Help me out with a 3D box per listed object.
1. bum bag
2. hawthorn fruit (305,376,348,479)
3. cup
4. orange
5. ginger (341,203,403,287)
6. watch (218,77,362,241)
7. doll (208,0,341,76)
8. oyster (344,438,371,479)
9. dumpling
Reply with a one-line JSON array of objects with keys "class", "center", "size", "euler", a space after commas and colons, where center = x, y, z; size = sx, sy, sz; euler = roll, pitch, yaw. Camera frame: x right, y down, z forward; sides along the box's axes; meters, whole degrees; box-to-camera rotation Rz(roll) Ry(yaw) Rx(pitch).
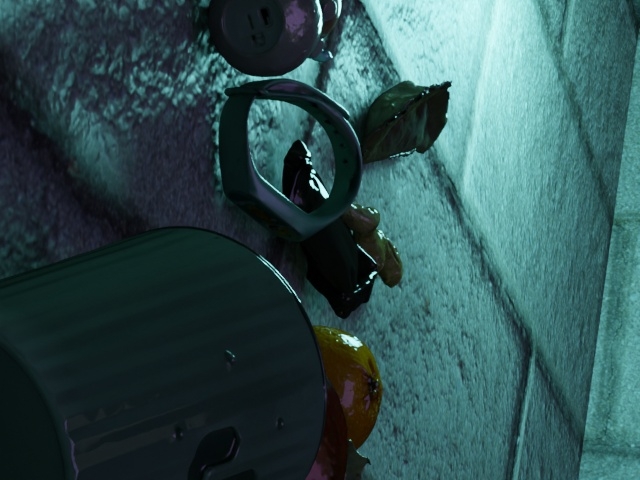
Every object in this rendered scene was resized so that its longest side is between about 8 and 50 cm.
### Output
[{"class": "bum bag", "center": [0.000, 0.000, 2.117], "size": [0.326, 0.080, 0.142], "euler": [60, 34, -45]}, {"class": "hawthorn fruit", "center": [-0.083, 0.230, 1.724], "size": [0.300, 0.254, 0.254], "euler": [-67, 150, -57]}, {"class": "cup", "center": [-0.207, 0.202, 1.350], "size": [0.392, 0.310, 0.401], "euler": [-13, 101, -61]}, {"class": "orange", "center": [0.002, 0.208, 2.019], "size": [0.193, 0.161, 0.193], "euler": [5, 90, -67]}, {"class": "ginger", "center": [0.074, 0.004, 2.307], "size": [0.288, 0.075, 0.089], "euler": [48, 53, -64]}, {"class": "watch", "center": [-0.041, -0.112, 1.938], "size": [0.237, 0.068, 0.195], "euler": [36, 67, -37]}, {"class": "doll", "center": [-0.046, -0.293, 1.923], "size": [0.287, 0.151, 0.151], "euler": [-42, 129, -69]}, {"class": "oyster", "center": [-0.024, 0.337, 1.810], "size": [0.161, 0.107, 0.233], "euler": [139, -40, -61]}, {"class": "dumpling", "center": [0.133, -0.208, 2.407], "size": [0.166, 0.086, 0.332], "euler": [-61, 165, 19]}]
